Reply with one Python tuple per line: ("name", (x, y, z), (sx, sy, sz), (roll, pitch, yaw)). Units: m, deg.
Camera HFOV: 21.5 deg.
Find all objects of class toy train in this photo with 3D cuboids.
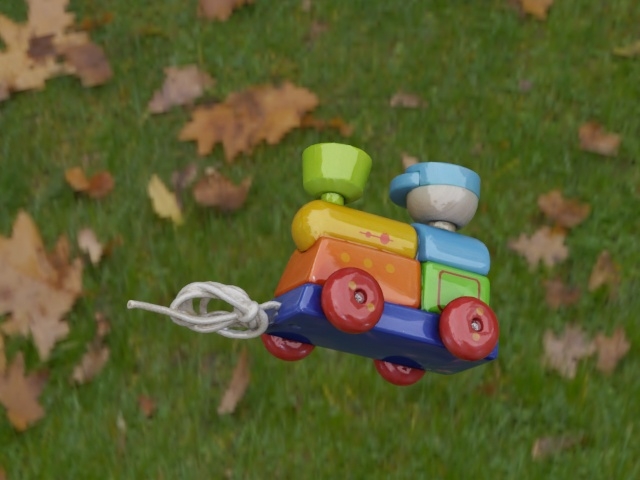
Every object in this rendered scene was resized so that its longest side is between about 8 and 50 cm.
("toy train", (0.000, 0.000, 1.092), (0.248, 0.105, 0.143), (15, 67, -26))
